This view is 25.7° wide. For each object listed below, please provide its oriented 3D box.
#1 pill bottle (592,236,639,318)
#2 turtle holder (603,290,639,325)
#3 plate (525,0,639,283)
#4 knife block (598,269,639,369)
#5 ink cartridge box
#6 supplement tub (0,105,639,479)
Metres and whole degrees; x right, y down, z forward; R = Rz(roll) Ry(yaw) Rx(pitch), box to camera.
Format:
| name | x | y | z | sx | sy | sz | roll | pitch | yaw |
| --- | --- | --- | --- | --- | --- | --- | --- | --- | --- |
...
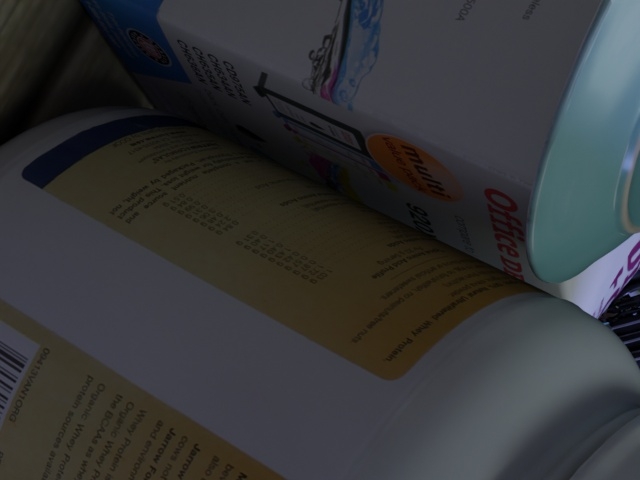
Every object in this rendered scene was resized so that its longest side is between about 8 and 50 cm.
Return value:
| name | x | y | z | sx | sy | sz | roll | pitch | yaw |
| --- | --- | --- | --- | --- | --- | --- | --- | --- | --- |
| pill bottle | 0.177 | -0.016 | 1.100 | 0.283 | 0.160 | 0.160 | -42 | 150 | -40 |
| turtle holder | 0.361 | 0.124 | 1.599 | 0.243 | 0.227 | 0.320 | -49 | 156 | -33 |
| plate | 0.132 | -0.064 | 0.507 | 0.188 | 0.024 | 0.188 | -45 | 153 | -31 |
| knife block | 0.195 | 0.112 | 1.186 | 0.276 | 0.242 | 0.088 | -53 | 156 | -23 |
| ink cartridge box | 0.048 | -0.098 | 0.622 | 0.168 | 0.232 | 0.171 | -58 | 158 | -12 |
| supplement tub | -0.010 | 0.097 | 0.569 | 0.228 | 0.316 | 0.228 | -35 | 139 | -37 |
